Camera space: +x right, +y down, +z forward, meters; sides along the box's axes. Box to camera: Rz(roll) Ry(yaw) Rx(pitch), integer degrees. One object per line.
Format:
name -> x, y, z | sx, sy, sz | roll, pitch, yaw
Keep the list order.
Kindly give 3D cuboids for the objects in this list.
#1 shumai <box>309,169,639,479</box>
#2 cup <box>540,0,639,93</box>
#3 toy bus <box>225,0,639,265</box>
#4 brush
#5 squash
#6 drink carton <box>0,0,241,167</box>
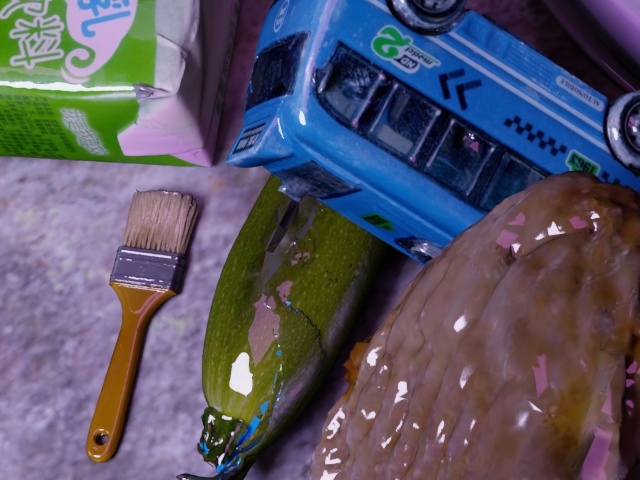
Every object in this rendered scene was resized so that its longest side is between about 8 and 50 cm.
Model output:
shumai -> 0.159, 0.140, 0.933 | 0.283, 0.217, 0.346 | 3, 99, -29
cup -> 0.288, -0.236, 1.031 | 0.371, 0.253, 0.253 | -44, 66, -14
toy bus -> 0.077, -0.049, 0.997 | 0.246, 0.113, 0.134 | 30, 78, -15
brush -> -0.109, 0.049, 1.099 | 0.043, 0.014, 0.169 | 7, 68, 15
squash -> 0.000, 0.000, 1.064 | 0.087, 0.087, 0.331 | 21, 72, 18
drink carton -> -0.190, -0.136, 1.145 | 0.271, 0.108, 0.161 | 3, 66, 12
